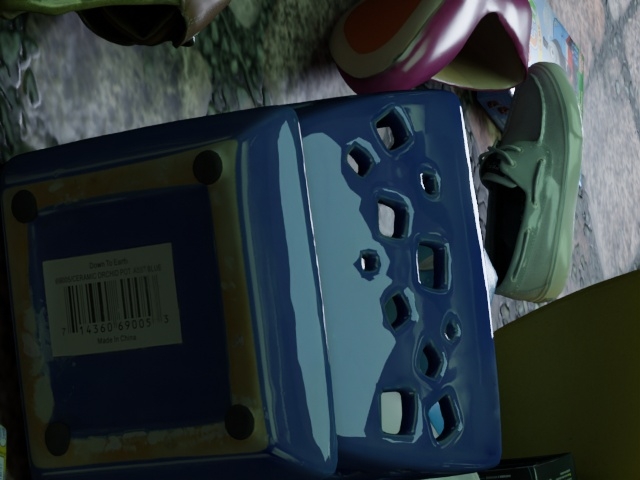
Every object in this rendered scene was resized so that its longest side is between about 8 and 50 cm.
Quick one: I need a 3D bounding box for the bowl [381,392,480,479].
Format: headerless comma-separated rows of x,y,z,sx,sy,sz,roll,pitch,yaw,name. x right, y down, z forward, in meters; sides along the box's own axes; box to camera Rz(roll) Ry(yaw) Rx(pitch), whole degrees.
0.036,0.217,1.383,0.298,0.134,0.298,33,53,-59,bowl

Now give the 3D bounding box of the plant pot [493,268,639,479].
0.259,0.163,1.810,0.212,0.187,0.212,43,46,-54,plant pot

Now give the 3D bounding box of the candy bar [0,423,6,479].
-0.185,0.168,1.062,0.040,0.018,0.161,36,50,-62,candy bar

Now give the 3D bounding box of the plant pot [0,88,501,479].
-0.051,0.036,1.151,0.212,0.236,0.236,-3,85,-58,plant pot

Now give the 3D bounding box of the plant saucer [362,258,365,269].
0.000,0.000,1.496,0.168,0.029,0.168,-7,90,-66,plant saucer

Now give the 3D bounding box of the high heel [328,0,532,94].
0.117,-0.152,1.660,0.181,0.127,0.377,61,27,-17,high heel

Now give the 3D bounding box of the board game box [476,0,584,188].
0.214,-0.165,1.987,0.211,0.039,0.160,42,47,-53,board game box

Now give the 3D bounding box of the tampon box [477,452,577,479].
0.148,0.263,1.621,0.101,0.120,0.161,-2,85,-64,tampon box

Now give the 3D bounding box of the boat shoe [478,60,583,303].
0.189,-0.056,1.836,0.081,0.079,0.227,4,87,-32,boat shoe

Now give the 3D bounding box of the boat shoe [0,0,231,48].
-0.112,-0.168,1.232,0.307,0.111,0.104,2,84,-55,boat shoe

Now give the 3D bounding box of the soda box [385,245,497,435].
0.085,0.083,1.598,0.067,0.071,0.210,62,32,-37,soda box
